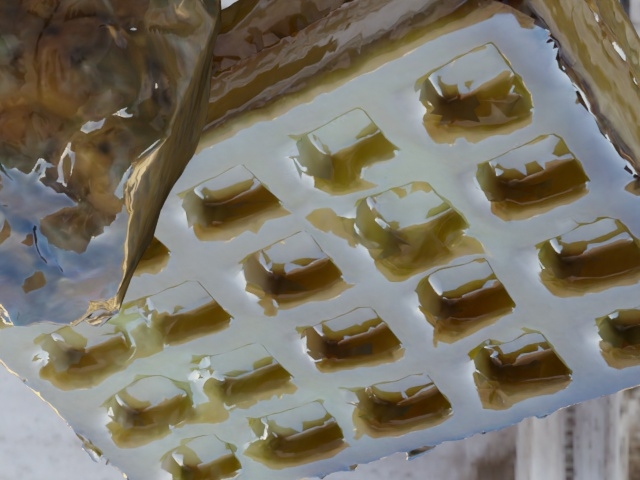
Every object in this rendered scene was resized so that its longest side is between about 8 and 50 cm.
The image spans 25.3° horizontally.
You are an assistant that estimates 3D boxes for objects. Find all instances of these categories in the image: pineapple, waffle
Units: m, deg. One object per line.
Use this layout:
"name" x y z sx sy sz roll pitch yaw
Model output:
"pineapple" -0.155 -0.060 0.403 0.248 0.128 0.128 18 -137 1
"waffle" 0.000 0.000 0.632 0.328 0.224 0.098 -22 -147 29
